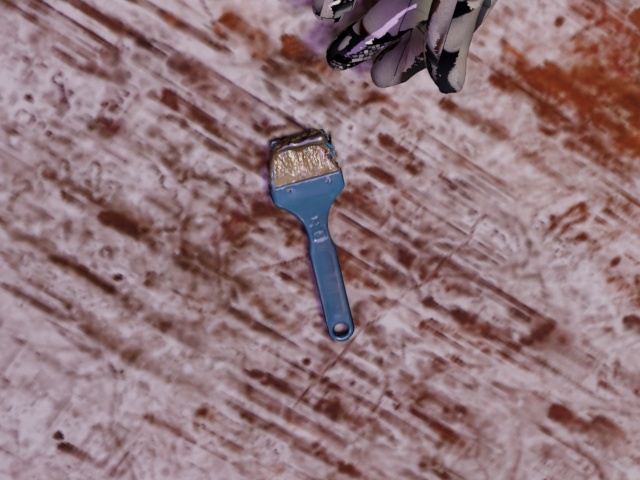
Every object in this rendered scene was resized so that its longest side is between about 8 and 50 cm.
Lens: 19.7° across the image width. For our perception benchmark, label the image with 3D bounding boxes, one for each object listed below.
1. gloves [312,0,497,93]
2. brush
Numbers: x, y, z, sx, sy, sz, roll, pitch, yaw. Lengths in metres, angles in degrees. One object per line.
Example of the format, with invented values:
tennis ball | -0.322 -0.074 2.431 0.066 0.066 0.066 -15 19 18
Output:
gloves | 0.072 -0.182 1.145 0.111 0.127 0.212 -41 159 -34
brush | 0.000 0.000 1.273 0.051 0.014 0.164 -15 118 -2
